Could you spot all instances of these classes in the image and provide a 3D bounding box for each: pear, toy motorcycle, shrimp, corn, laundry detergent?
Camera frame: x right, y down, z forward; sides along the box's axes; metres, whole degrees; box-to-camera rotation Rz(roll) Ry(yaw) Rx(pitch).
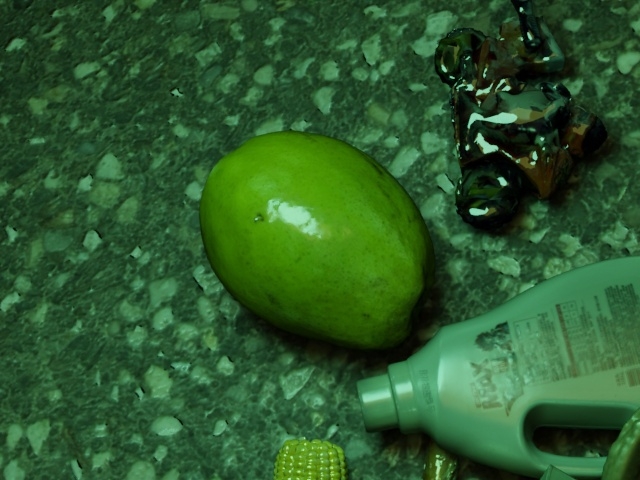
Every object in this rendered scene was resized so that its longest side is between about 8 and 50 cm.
[{"bbox_3d":[0.000,0.000,1.801,0.307,0.253,0.253,28,75,16],"label":"pear"},{"bbox_3d":[0.253,-0.212,1.906,0.207,0.134,0.401,-9,68,6],"label":"toy motorcycle"},{"bbox_3d":[0.184,0.271,1.774,0.124,0.034,0.178,6,61,8],"label":"shrimp"},{"bbox_3d":[-0.018,0.358,1.741,0.093,0.093,0.244,1,69,11],"label":"corn"},{"bbox_3d":[0.246,0.175,1.736,0.397,0.125,0.264,-12,71,0],"label":"laundry detergent"}]

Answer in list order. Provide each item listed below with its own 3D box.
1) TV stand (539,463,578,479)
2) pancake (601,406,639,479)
[{"bbox_3d":[0.213,0.382,1.608,0.082,0.088,0.270,31,117,3],"label":"TV stand"},{"bbox_3d":[0.432,0.264,1.649,0.241,0.050,0.242,-4,106,-14],"label":"pancake"}]
